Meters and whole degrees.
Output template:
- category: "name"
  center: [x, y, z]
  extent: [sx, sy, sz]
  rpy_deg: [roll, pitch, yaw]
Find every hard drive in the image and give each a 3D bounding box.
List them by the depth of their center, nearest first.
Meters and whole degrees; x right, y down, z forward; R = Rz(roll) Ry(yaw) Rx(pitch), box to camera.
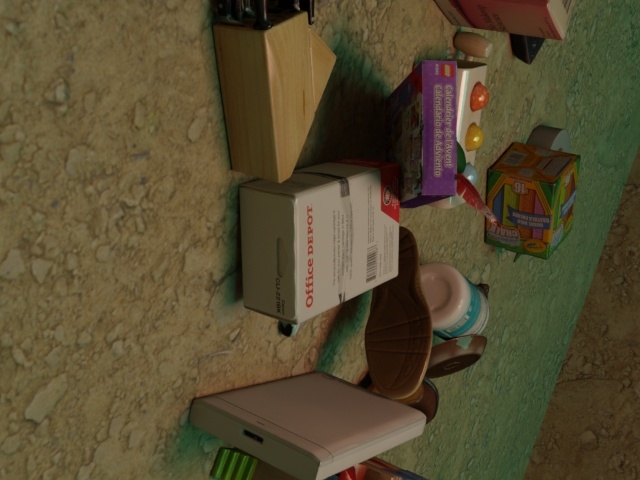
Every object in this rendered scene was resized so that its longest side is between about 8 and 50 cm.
- category: "hard drive"
  center: [-0.007, 0.285, 1.275]
  extent: [0.353, 0.233, 0.047]
  rpy_deg: [3, 102, -59]
- category: "hard drive"
  center: [0.518, -0.564, 1.894]
  extent: [0.255, 0.054, 0.172]
  rpy_deg: [-60, 147, -22]

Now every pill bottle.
- category: "pill bottle"
  center: [0.289, 0.147, 1.779]
  extent: [0.264, 0.146, 0.146]
  rpy_deg: [34, 75, -59]

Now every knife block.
- category: "knife block"
  center: [-0.085, -0.243, 1.036]
  extent: [0.242, 0.088, 0.276]
  rpy_deg: [32, 77, -58]

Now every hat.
- category: "hat"
  center: [0.263, -0.148, 1.459]
  extent: [0.208, 0.183, 0.173]
  rpy_deg: [105, -17, -59]

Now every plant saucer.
- category: "plant saucer"
  center: [0.294, 0.273, 1.822]
  extent: [0.198, 0.198, 0.036]
  rpy_deg: [30, 37, -59]

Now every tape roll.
- category: "tape roll"
  center: [0.628, -0.209, 2.230]
  extent: [0.219, 0.072, 0.219]
  rpy_deg: [-32, 130, -49]

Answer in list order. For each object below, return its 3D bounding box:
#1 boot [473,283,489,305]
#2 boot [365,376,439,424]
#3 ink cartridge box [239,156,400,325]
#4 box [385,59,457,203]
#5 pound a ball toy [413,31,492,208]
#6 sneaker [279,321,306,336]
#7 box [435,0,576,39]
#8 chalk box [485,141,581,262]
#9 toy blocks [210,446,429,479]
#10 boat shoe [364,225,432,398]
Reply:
- category: "boot"
  center: [0.412, 0.165, 2.093]
  extent: [0.114, 0.037, 0.106]
  rpy_deg: [-1, 92, -62]
- category: "boot"
  center: [0.153, 0.375, 1.696]
  extent: [0.280, 0.096, 0.264]
  rpy_deg: [-51, 142, -41]
- category: "ink cartridge box"
  center: [0.005, -0.010, 1.239]
  extent: [0.273, 0.114, 0.197]
  rpy_deg: [-21, 116, -50]
- category: "box"
  center: [0.159, -0.161, 1.303]
  extent: [0.293, 0.057, 0.201]
  rpy_deg: [170, -80, -84]
- category: "pound a ball toy"
  center: [0.278, -0.242, 1.582]
  extent: [0.208, 0.135, 0.319]
  rpy_deg: [-24, 125, -52]
- category: "sneaker"
  center: [-0.036, 0.109, 1.340]
  extent: [0.069, 0.038, 0.098]
  rpy_deg: [-27, 136, -53]
- category: "box"
  center: [0.348, -0.473, 1.485]
  extent: [0.148, 0.232, 0.127]
  rpy_deg: [23, 85, -59]
- category: "chalk box"
  center: [0.541, -0.075, 2.048]
  extent: [0.180, 0.179, 0.289]
  rpy_deg: [-41, 137, -41]
- category: "toy blocks"
  center: [0.031, 0.413, 1.373]
  extent: [0.381, 0.260, 0.191]
  rpy_deg: [32, 77, -58]
- category: "boat shoe"
  center: [0.150, 0.141, 1.488]
  extent: [0.110, 0.121, 0.341]
  rpy_deg: [72, 19, -57]
